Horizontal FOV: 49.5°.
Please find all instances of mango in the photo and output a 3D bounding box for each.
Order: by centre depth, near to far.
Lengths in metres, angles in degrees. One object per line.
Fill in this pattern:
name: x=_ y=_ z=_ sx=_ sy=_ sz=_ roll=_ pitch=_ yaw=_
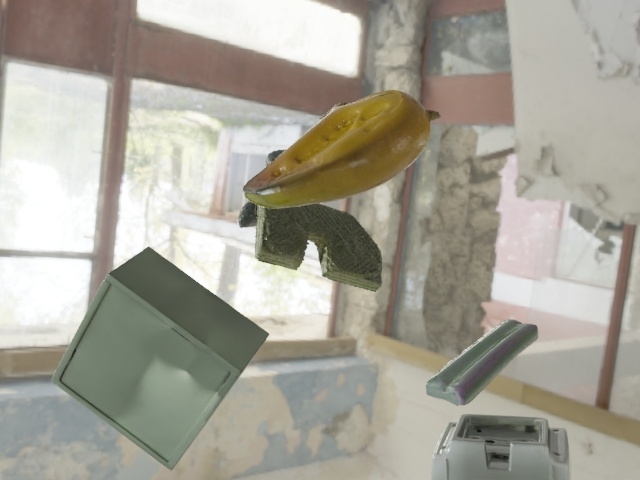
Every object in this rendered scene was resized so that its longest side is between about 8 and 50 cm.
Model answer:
mango: x=0.020 y=-0.075 z=0.611 sx=0.187 sy=0.066 sz=0.101 roll=-27 pitch=-148 yaw=-7

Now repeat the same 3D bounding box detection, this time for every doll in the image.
doll: x=-0.081 y=-0.141 z=1.551 sx=0.158 sy=0.246 sz=0.340 roll=50 pitch=-143 yaw=11

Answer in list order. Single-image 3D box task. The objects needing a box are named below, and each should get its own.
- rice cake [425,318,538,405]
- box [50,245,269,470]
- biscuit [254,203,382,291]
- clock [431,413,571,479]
rice cake: x=0.271 y=0.195 z=1.136 sx=0.221 sy=0.042 sz=0.080 roll=-29 pitch=-163 yaw=-33
box: x=-0.235 y=0.170 z=1.017 sx=0.225 sy=0.225 sz=0.117 roll=36 pitch=-154 yaw=2
biscuit: x=0.000 y=0.000 z=1.244 sx=0.250 sy=0.147 sz=0.046 roll=18 pitch=142 yaw=-21
clock: x=0.367 y=0.420 z=1.403 sx=0.262 sy=0.116 sz=0.231 roll=-1 pitch=-173 yaw=19
